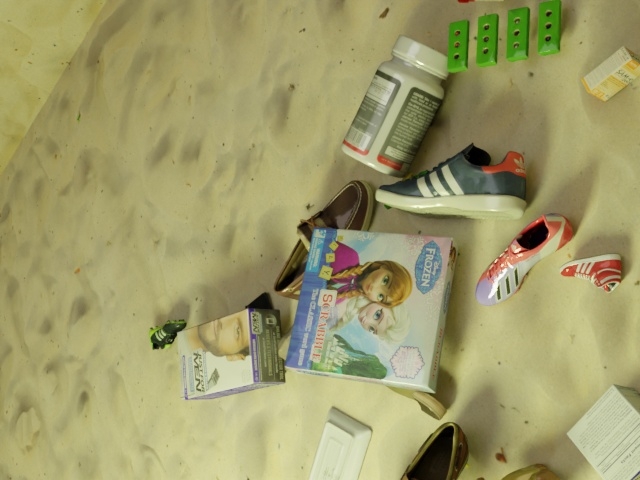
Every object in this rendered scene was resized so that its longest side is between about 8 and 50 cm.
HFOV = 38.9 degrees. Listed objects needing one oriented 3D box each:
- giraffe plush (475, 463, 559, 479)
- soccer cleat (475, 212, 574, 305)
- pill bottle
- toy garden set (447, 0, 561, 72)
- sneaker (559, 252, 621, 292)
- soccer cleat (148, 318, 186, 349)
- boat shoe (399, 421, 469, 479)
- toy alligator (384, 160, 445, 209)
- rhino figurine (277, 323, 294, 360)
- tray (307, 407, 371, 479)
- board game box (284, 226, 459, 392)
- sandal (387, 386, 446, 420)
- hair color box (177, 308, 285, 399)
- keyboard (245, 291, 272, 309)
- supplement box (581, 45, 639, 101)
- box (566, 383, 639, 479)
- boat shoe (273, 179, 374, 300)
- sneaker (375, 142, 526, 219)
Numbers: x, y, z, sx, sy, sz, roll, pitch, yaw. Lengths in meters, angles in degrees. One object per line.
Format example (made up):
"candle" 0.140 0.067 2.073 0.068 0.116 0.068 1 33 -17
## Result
"giraffe plush" 0.341 0.514 1.610 0.210 0.181 0.170 -22 85 30
"soccer cleat" 0.375 0.034 1.741 0.248 0.095 0.083 -45 50 29
"pill bottle" 0.175 -0.296 2.003 0.161 0.161 0.283 38 106 46
"toy garden set" 0.387 -0.461 1.882 0.244 0.049 0.203 -4 77 36
"sneaker" 0.490 0.067 1.647 0.118 0.042 0.067 -18 63 41
"soccer cleat" -0.431 0.269 2.581 0.179 0.060 0.072 -24 71 48
"boat shoe" 0.184 0.479 1.705 0.111 0.104 0.307 16 59 22
"toy alligator" 0.215 -0.128 1.998 0.190 0.056 0.051 -37 14 35
"rhino figurine" -0.014 0.195 2.106 0.243 0.106 0.073 -56 46 21
"tray" 0.022 0.525 2.033 0.145 0.030 0.270 19 93 47
"board game box" 0.108 0.138 1.900 0.318 0.066 0.318 4 72 23
"sandal" 0.187 0.285 1.908 0.079 0.088 0.240 -46 48 -15
"hair color box" -0.232 0.292 2.287 0.339 0.110 0.185 -22 69 46
"keyboard" -0.148 0.230 2.307 0.108 0.023 0.180 -39 52 26
"supplement box" 0.545 -0.308 1.681 0.098 0.062 0.036 -40 51 34
"box" 0.512 0.335 1.525 0.126 0.072 0.137 -54 45 21
"boat shoe" 0.000 0.000 2.135 0.342 0.123 0.123 -56 45 21
"sneaker" 0.273 -0.126 1.882 0.350 0.131 0.148 4 82 39
